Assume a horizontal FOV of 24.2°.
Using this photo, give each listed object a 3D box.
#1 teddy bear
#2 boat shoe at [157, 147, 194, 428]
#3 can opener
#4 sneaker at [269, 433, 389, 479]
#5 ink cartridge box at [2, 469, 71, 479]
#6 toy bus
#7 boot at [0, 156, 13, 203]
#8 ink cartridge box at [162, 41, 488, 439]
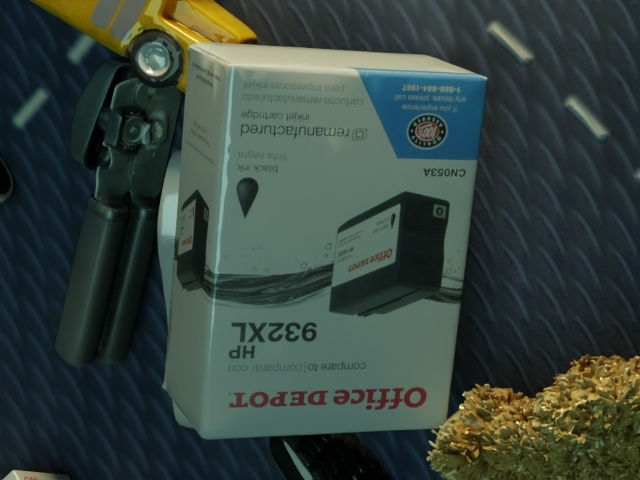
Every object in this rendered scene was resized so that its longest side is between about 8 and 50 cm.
[{"bbox_3d":[0.253,0.163,1.211,0.338,0.113,0.245,-9,144,14],"label":"teddy bear"},{"bbox_3d":[-0.092,0.047,1.348,0.088,0.096,0.267,1,103,11],"label":"boat shoe"},{"bbox_3d":[-0.198,-0.026,1.385,0.095,0.076,0.283,30,112,41],"label":"can opener"},{"bbox_3d":[0.029,0.295,1.365,0.124,0.107,0.283,-40,89,25],"label":"sneaker"},{"bbox_3d":[-0.274,0.290,1.428,0.090,0.092,0.143,-42,64,13],"label":"ink cartridge box"},{"bbox_3d":[-0.203,-0.253,1.306,0.332,0.108,0.130,31,106,7],"label":"toy bus"},{"bbox_3d":[-0.429,-0.098,1.415,0.176,0.088,0.244,-31,96,21],"label":"boot"},{"bbox_3d":[0.000,0.000,1.244,0.223,0.129,0.307,0,105,-20],"label":"ink cartridge box"}]
